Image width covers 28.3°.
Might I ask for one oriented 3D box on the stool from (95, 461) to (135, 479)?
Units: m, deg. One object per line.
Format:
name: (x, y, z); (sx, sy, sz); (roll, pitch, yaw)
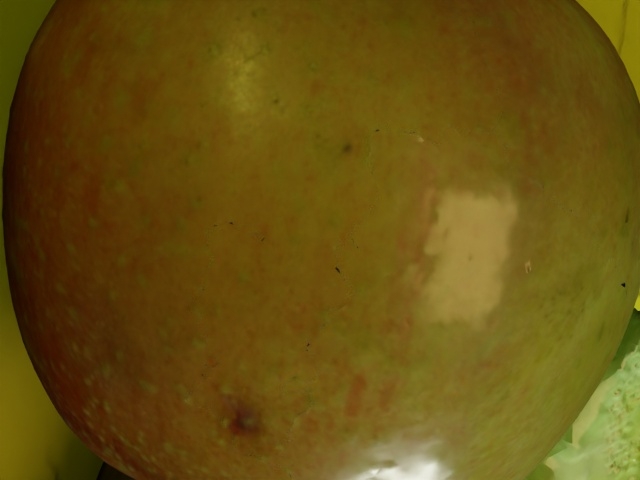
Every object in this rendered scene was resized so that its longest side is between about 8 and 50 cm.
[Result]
stool: (-0.077, 0.241, 0.743); (0.179, 0.179, 0.264); (20, 94, -43)

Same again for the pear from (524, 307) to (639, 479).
pear: (0.164, 0.178, 0.924); (0.286, 0.176, 0.282); (37, 85, -38)

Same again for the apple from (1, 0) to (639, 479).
apple: (0.000, 0.000, 0.619); (0.319, 0.319, 0.277); (8, 91, -41)
